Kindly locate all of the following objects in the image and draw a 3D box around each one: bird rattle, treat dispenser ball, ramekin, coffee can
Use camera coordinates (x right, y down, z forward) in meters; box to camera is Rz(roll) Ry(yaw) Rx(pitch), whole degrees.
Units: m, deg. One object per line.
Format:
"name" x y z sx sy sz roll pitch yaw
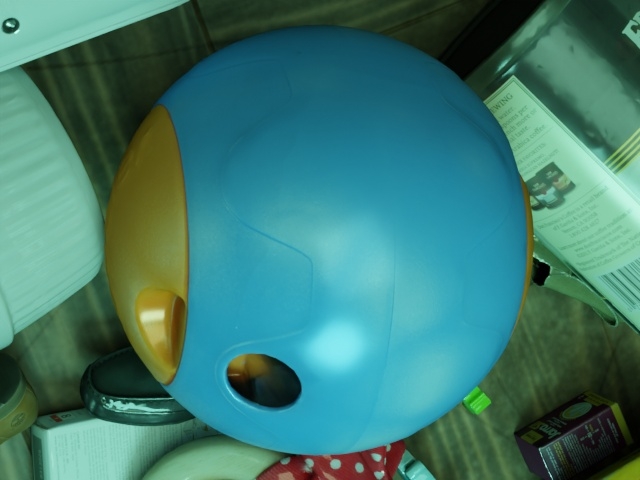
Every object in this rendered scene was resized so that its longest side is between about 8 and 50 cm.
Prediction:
"bird rattle" -0.048 0.229 1.034 0.207 0.143 0.253 10 106 0
"treat dispenser ball" 0.000 0.000 0.909 0.288 0.288 0.288 -3 99 -17
"ramekin" -0.235 -0.034 0.934 0.109 0.207 0.207 -29 106 -21
"coffee can" 0.233 -0.077 1.051 0.275 0.201 0.201 43 84 -10

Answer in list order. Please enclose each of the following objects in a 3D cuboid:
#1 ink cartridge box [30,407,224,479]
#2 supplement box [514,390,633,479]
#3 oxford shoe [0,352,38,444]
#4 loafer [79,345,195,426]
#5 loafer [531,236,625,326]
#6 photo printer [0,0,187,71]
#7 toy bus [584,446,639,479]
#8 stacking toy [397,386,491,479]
"ink cartridge box" -0.141 0.199 1.089 0.179 0.045 0.145 -8 100 -35
"supplement box" 0.222 0.174 1.183 0.083 0.055 0.043 -28 104 -13
"oxford shoe" -0.310 0.161 1.009 0.212 0.076 0.076 -22 144 -3
"loafer" -0.078 0.089 1.055 0.223 0.076 0.078 -10 141 -19
"loafer" 0.209 0.026 1.159 0.148 0.056 0.050 44 84 -8
"photo printer" -0.261 -0.202 0.876 0.308 0.256 0.107 -23 138 -13
"toy bus" 0.372 0.185 1.150 0.333 0.130 0.108 -26 77 -20
"stacking toy" 0.106 0.230 1.160 0.167 0.052 0.221 -39 105 -11
